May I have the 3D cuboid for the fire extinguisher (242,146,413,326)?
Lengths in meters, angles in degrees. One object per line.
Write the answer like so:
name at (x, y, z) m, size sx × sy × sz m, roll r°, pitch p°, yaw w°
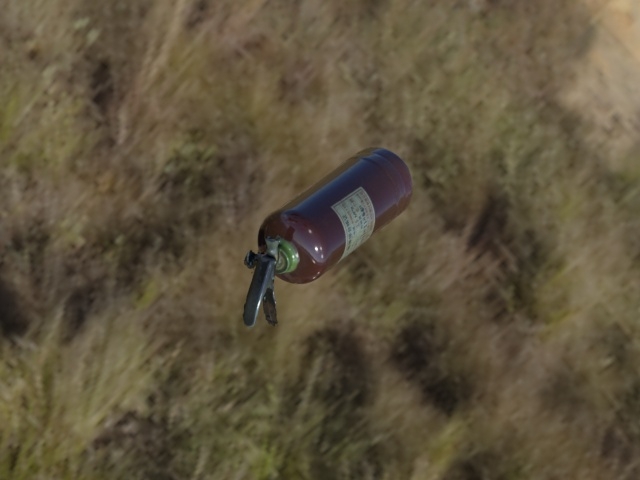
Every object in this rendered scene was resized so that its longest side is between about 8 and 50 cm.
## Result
fire extinguisher at (0.000, 0.000, 1.363) m, size 0.071 × 0.099 × 0.231 m, roll 17°, pitch 33°, yaw 25°
